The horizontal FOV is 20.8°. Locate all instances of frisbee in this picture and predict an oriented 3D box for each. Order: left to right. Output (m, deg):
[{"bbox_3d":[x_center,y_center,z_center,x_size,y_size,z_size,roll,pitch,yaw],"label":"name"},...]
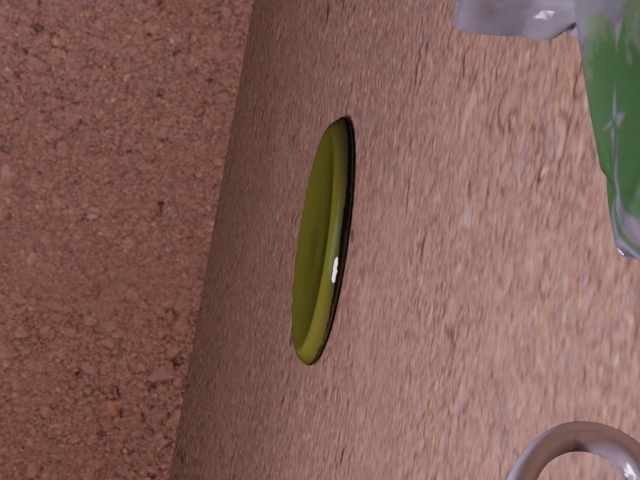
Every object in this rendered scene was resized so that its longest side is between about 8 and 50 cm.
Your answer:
[{"bbox_3d":[0.000,0.000,1.634,0.236,0.017,0.236,-173,90,-82],"label":"frisbee"}]

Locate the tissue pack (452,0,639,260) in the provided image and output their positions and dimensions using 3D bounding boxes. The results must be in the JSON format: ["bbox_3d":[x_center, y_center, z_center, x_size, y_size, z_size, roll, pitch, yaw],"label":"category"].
[{"bbox_3d":[0.124,-0.120,0.467,0.229,0.145,0.159,106,168,-46],"label":"tissue pack"}]

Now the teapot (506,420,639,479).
[{"bbox_3d":[0.089,0.174,0.627,0.159,0.116,0.245,90,-171,-63],"label":"teapot"}]
